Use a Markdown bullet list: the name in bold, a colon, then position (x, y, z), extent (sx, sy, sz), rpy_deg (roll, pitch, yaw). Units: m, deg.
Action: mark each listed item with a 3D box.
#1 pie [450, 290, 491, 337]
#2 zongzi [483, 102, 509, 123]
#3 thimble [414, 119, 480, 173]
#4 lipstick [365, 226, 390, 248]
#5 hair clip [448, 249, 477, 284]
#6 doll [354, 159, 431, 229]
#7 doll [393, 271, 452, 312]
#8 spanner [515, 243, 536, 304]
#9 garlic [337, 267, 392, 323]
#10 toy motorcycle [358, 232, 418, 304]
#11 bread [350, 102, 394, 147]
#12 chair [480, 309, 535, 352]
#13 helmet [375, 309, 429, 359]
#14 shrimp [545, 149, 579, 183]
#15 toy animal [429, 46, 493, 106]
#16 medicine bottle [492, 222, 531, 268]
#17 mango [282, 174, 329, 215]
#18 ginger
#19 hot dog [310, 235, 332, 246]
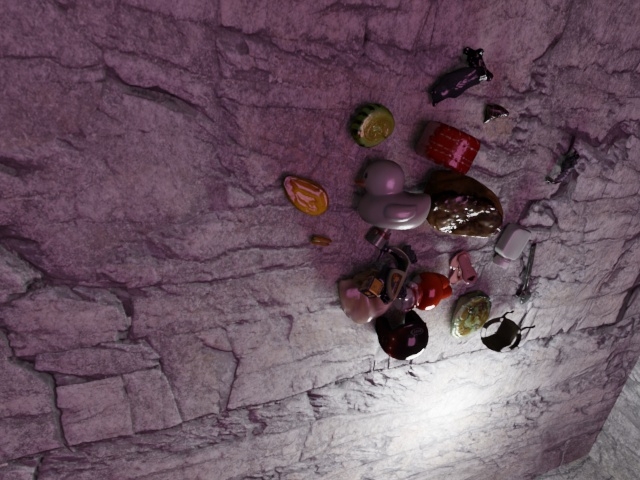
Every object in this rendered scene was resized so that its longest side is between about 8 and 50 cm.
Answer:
- **pie**: position (0.651, 0.326, 2.157), extent (0.241, 0.054, 0.240), rpy_deg (-15, 123, -24)
- **zongzi**: position (0.588, -0.445, 1.684), extent (0.083, 0.067, 0.073), rpy_deg (-28, 136, 9)
- **thimble**: position (0.408, -0.299, 1.587), extent (0.190, 0.163, 0.124), rpy_deg (23, 103, -6)
- **lipstick**: position (0.235, -0.062, 1.704), extent (0.057, 0.063, 0.186), rpy_deg (36, 89, -39)
- **hair clip**: position (0.570, 0.110, 2.003), extent (0.123, 0.102, 0.138), rpy_deg (-28, 94, -15)
- **doll**: position (0.229, -0.150, 1.572), extent (0.251, 0.221, 0.221), rpy_deg (10, 115, 3)
- **doll**: position (0.406, 0.197, 1.900), extent (0.291, 0.130, 0.160), rpy_deg (-11, 121, -35)
- **spanner**: position (0.943, 0.159, 2.241), extent (0.093, 0.026, 0.325), rpy_deg (-14, 122, -23)
- **garlic**: position (0.178, 0.216, 1.799), extent (0.217, 0.110, 0.227), rpy_deg (-25, 126, -19)
- **toy motorcycle**: position (0.251, 0.104, 1.738), extent (0.157, 0.091, 0.263), rpy_deg (37, 61, -16)
- **bread**: position (0.153, -0.345, 1.485), extent (0.130, 0.071, 0.139), rpy_deg (35, 95, -41)
- **chair**: position (0.845, 0.426, 2.255), extent (0.213, 0.174, 0.149), rpy_deg (-4, 123, -40)
- **helmet**: position (0.322, 0.370, 1.927), extent (0.189, 0.193, 0.216), rpy_deg (-5, 161, -26)
- **shrimp**: position (0.990, -0.284, 1.987), extent (0.174, 0.076, 0.082), rpy_deg (-47, 151, 3)
- **toy animal**: position (0.444, -0.487, 1.540), extent (0.210, 0.117, 0.121), rpy_deg (-44, 135, -3)
- **medicine bottle**: position (0.790, 0.024, 2.051), extent (0.119, 0.069, 0.183), rpy_deg (12, 109, -35)
- **mango**: position (-0.045, -0.138, 1.500), extent (0.188, 0.066, 0.101), rpy_deg (31, 107, -32)
- **ginger**: position (0.480, -0.122, 1.686), extent (0.270, 0.223, 0.200), rpy_deg (7, 131, 11)
- **hot dog**: position (0.000, 0.000, 1.630), extent (0.083, 0.021, 0.037), rpy_deg (15, 129, -37)
